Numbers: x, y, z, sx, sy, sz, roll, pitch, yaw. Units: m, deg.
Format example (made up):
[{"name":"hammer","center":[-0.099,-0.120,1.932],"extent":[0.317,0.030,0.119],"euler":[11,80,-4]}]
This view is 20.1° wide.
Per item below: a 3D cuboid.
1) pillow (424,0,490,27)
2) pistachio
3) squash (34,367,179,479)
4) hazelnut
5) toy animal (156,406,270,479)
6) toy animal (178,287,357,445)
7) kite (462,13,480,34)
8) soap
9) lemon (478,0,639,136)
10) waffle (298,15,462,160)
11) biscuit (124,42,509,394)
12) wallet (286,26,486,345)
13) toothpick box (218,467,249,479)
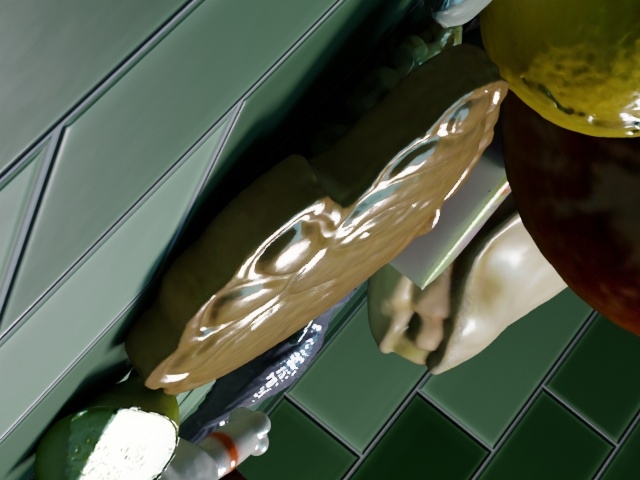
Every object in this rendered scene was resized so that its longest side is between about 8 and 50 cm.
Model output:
[{"name":"pillow","center":[0.149,-0.246,1.276],"extent":[0.229,0.051,0.128],"euler":[-53,179,4]},{"name":"pistachio","center":[0.227,-0.027,2.326],"extent":[0.445,0.281,0.365],"euler":[-54,173,-17]},{"name":"squash","center":[-0.138,0.139,1.340],"extent":[0.200,0.075,0.090],"euler":[-43,136,-70]},{"name":"hazelnut","center":[0.343,-0.124,1.718],"extent":[0.402,0.402,0.429],"euler":[-43,143,-61]},{"name":"toy animal","center":[-0.151,0.208,1.472],"extent":[0.140,0.138,0.282],"euler":[-45,-174,27]},{"name":"toy animal","center":[-0.068,0.138,2.036],"extent":[0.367,0.081,0.206],"euler":[-44,180,5]},{"name":"kite","center":[0.228,-0.302,1.862],"extent":[0.285,0.015,0.152],"euler":[-45,176,-32]},{"name":"soap","center":[0.138,-0.079,1.947],"extent":[0.199,0.138,0.182],"euler":[-53,174,34]},{"name":"lemon","center":[0.240,-0.201,1.423],"extent":[0.228,0.228,0.253],"euler":[-54,178,35]},{"name":"waffle","center":[0.030,-0.078,1.400],"extent":[0.223,0.054,0.204],"euler":[-47,174,-23]},{"name":"biscuit","center":[0.000,0.000,1.301],"extent":[0.312,0.057,0.351],"euler":[-32,166,-36]},{"name":"wallet","center":[0.063,-0.061,1.597],"extent":[0.290,0.054,0.251],"euler":[-49,-174,20]},{"name":"toothpick box","center":[-0.190,0.378,2.088],"extent":[0.294,0.192,0.192],"euler":[-45,175,-9]}]
